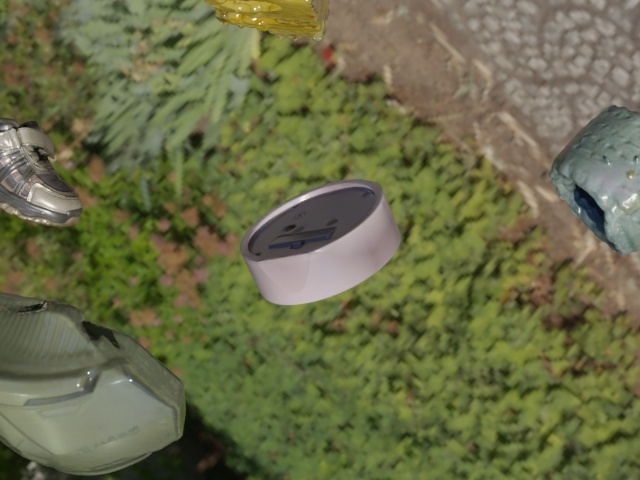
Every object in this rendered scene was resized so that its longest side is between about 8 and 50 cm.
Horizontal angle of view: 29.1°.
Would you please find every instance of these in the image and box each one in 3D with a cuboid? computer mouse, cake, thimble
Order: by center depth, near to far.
[{"bbox_3d":[-0.344,0.183,1.480,0.429,0.145,0.228,8,143,38],"label":"computer mouse"},{"bbox_3d":[0.472,-0.092,1.949,0.205,0.172,0.250,47,-179,-6],"label":"thimble"},{"bbox_3d":[-0.094,-0.512,2.244,0.222,0.227,0.286,5,171,6],"label":"cake"}]

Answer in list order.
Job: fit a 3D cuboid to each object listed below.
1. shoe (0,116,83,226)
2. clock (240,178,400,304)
[{"bbox_3d":[-0.311,-0.084,1.258,0.180,0.092,0.089,28,-170,8],"label":"shoe"},{"bbox_3d":[0.000,0.000,1.569,0.197,0.197,0.068,12,133,54],"label":"clock"}]
